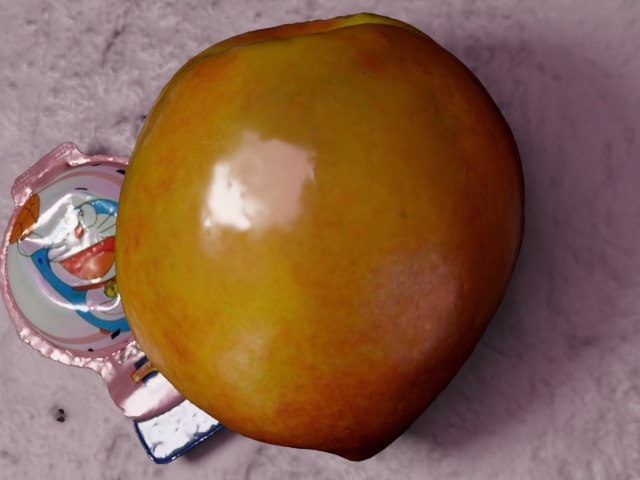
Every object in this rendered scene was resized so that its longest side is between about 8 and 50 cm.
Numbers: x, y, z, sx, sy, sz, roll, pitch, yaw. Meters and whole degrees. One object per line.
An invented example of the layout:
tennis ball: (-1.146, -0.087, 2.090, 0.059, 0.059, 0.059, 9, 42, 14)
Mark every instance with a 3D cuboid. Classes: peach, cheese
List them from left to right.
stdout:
cheese: (-0.167, 0.046, 1.462, 0.189, 0.074, 0.286, -34, 72, 11)
peach: (0.000, 0.000, 1.313, 0.308, 0.308, 0.332, -4, 94, 17)
